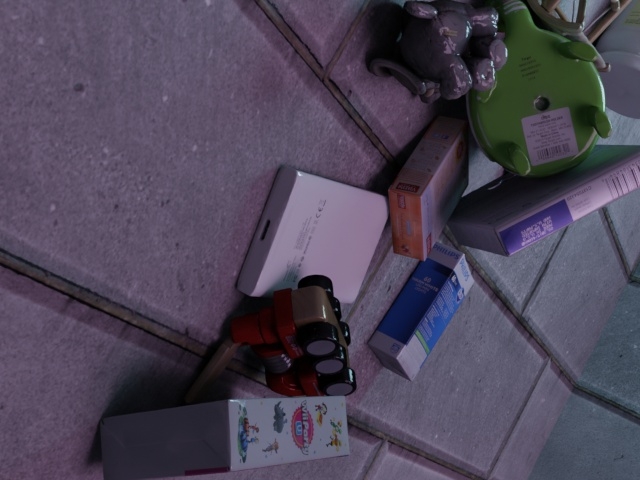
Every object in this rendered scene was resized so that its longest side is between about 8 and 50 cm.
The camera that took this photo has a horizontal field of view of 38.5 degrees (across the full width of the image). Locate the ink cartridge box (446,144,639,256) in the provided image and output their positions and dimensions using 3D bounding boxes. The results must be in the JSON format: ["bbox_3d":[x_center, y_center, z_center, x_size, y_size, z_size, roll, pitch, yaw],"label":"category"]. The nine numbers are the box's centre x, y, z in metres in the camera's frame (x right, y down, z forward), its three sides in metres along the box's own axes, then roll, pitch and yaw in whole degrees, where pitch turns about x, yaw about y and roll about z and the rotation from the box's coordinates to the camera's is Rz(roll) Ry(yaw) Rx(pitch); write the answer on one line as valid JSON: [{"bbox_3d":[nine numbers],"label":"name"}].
[{"bbox_3d":[0.408,-0.082,1.704,0.324,0.330,0.071,-27,100,-7],"label":"ink cartridge box"}]

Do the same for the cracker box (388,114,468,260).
[{"bbox_3d":[0.201,-0.098,1.668,0.232,0.067,0.155,-56,150,-39],"label":"cracker box"}]

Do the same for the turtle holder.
[{"bbox_3d":[0.358,-0.267,1.662,0.243,0.320,0.227,-44,-174,3],"label":"turtle holder"}]

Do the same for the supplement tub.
[{"bbox_3d":[0.798,-0.474,2.180,0.324,0.235,0.235,-55,148,-16],"label":"supplement tub"}]

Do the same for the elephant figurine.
[{"bbox_3d":[0.162,-0.292,1.454,0.169,0.239,0.185,-24,106,-27],"label":"elephant figurine"}]

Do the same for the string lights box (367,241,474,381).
[{"bbox_3d":[0.212,0.146,1.884,0.259,0.077,0.133,-55,148,-16],"label":"string lights box"}]

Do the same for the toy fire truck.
[{"bbox_3d":[-0.080,0.187,1.444,0.217,0.247,0.158,70,12,-53],"label":"toy fire truck"}]

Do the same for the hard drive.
[{"bbox_3d":[0.000,0.000,1.497,0.308,0.040,0.203,10,103,-58],"label":"hard drive"}]

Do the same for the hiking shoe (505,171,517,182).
[{"bbox_3d":[0.460,-0.128,2.080,0.226,0.086,0.114,-67,163,15],"label":"hiking shoe"}]

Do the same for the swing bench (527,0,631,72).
[{"bbox_3d":[0.525,-0.501,1.821,0.253,0.165,0.254,19,98,-59],"label":"swing bench"}]

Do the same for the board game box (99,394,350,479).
[{"bbox_3d":[-0.128,0.282,1.320,0.303,0.224,0.097,11,70,-58],"label":"board game box"}]
